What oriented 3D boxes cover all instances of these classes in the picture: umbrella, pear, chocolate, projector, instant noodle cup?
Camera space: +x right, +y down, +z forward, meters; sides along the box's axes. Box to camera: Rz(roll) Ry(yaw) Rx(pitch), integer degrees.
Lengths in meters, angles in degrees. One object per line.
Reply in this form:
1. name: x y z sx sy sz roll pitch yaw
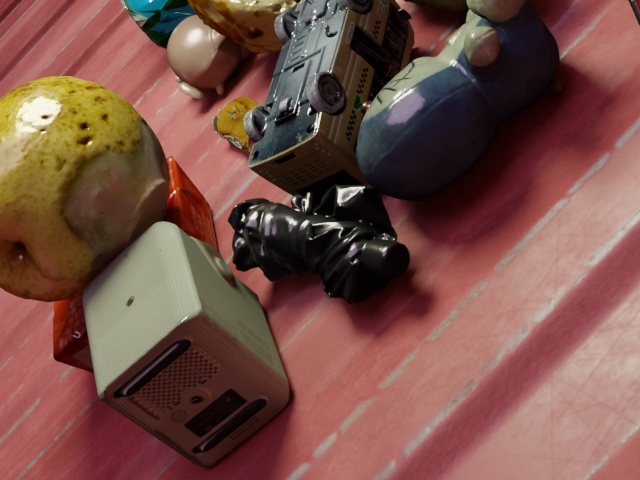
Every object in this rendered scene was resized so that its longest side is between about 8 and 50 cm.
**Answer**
1. umbrella: 0.000 -0.001 1.316 0.272 0.110 0.122 11 64 54
2. pear: -0.315 -0.058 1.414 0.271 0.271 0.271 -30 37 26
3. chocolate: -0.243 0.040 1.560 0.237 0.108 0.234 -40 34 15
4. projector: -0.157 0.108 1.323 0.163 0.177 0.242 -40 35 9
5. instant noodle cup: -0.250 -0.467 1.999 0.178 0.240 0.240 -29 36 11

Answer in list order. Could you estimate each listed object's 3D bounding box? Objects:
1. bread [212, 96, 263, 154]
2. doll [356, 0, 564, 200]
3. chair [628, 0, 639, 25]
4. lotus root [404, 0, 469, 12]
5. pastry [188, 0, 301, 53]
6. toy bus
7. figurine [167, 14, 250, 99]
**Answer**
1. bread: -0.110 -0.168 1.668 0.072 0.053 0.106 -53 38 0
2. doll: 0.142 -0.159 1.282 0.258 0.154 0.228 -38 0 3
3. chair: 0.346 -0.338 1.244 0.145 0.140 0.221 -37 31 16
4. lotus root: 0.158 -0.361 1.453 0.173 0.173 0.309 -52 38 -6
5. pastry: -0.079 -0.365 1.714 0.237 0.170 0.256 -8 49 -1
6. toy bus: 0.022 -0.190 1.445 0.139 0.157 0.289 -22 43 42
7. figurine: -0.177 -0.294 1.827 0.138 0.125 0.125 -59 31 12
